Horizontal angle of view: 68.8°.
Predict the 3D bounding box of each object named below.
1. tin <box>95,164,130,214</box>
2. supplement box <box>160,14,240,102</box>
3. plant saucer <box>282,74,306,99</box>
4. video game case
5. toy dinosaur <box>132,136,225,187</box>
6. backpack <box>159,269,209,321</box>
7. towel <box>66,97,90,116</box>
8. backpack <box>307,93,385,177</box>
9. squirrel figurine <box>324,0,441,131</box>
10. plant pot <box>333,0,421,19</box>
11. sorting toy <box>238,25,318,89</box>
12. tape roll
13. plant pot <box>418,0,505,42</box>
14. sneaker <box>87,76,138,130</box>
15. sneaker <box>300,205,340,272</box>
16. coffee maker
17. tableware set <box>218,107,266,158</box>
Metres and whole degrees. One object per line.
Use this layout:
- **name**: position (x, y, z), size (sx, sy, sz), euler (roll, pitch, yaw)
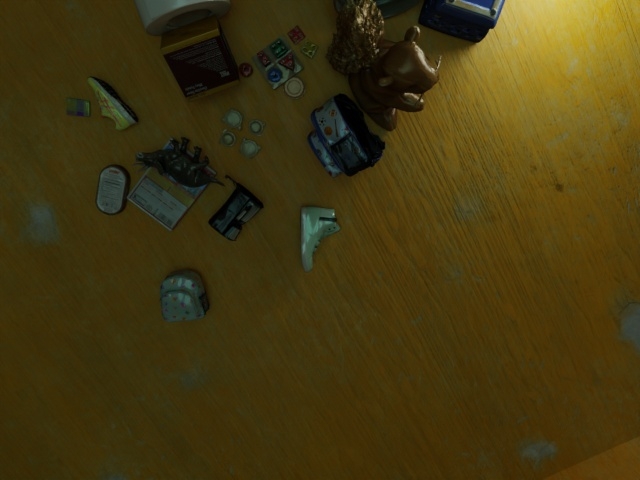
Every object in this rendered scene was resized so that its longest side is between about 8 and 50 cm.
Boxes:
- **tin**: position (-0.763, -0.184, 1.720), size (0.106, 0.040, 0.189), euler (13, 103, -9)
- **supplement box**: position (-0.390, -0.594, 1.537), size (0.192, 0.129, 0.194), euler (-18, 136, 3)
- **plant saucer**: position (-0.093, -0.542, 1.656), size (0.084, 0.013, 0.083), euler (0, 104, -2)
- **video game case**: position (-0.548, -0.203, 1.724), size (0.204, 0.025, 0.285), euler (39, 100, -9)
- **toy dinosaur**: position (-0.482, -0.261, 1.656), size (0.314, 0.121, 0.160), euler (28, 114, -12)
- **backpack**: position (-0.522, 0.212, 1.768), size (0.166, 0.144, 0.188), euler (-6, 101, 6)
- **towel**: position (-0.861, -0.472, 1.659), size (0.084, 0.009, 0.060), euler (6, 103, -3)
- **backpack**: position (0.080, -0.357, 1.597), size (0.213, 0.276, 0.263), euler (-24, 100, 18)
- **squirrel figurine**: position (0.190, -0.558, 1.475), size (0.397, 0.370, 0.281), euler (35, 101, -9)
- **plant pot**: position (0.170, -0.894, 1.448), size (0.324, 0.323, 0.280), euler (-12, 88, 2)
- **sorting toy**: position (-0.141, -0.621, 1.612), size (0.275, 0.046, 0.132), euler (-34, 97, 5)
- **tape roll**: position (-0.429, -0.741, 1.462), size (0.287, 0.286, 0.100), euler (-18, 104, 3)
- **plant pot**: position (0.479, -0.799, 1.505), size (0.236, 0.212, 0.235), euler (17, 103, -4)
- **sneaker**: position (-0.742, -0.472, 1.626), size (0.094, 0.081, 0.208), euler (-37, 102, 10)
- **sneaker**: position (0.000, 0.000, 1.751), size (0.151, 0.094, 0.255), euler (0, 105, -4)
- **coffee maker**: position (-0.325, -0.114, 1.717), size (0.171, 0.120, 0.178), euler (45, 98, 13)
- **tableware set**: position (-0.285, -0.385, 1.688), size (0.169, 0.020, 0.141), euler (23, 104, -8)
